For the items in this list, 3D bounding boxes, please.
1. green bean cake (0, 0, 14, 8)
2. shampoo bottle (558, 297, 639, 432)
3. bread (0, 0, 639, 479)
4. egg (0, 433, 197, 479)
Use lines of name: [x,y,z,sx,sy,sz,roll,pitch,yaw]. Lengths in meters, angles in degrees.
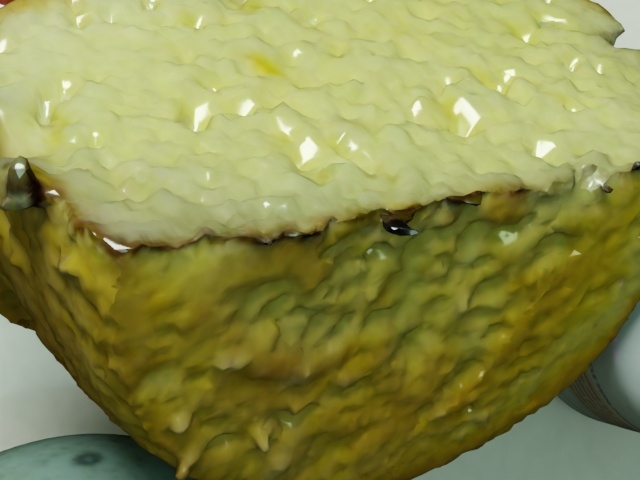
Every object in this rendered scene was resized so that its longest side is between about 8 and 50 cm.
green bean cake: [-0.082,-0.099,0.535,0.135,0.056,0.135,-28,96,-10]
shampoo bottle: [0.128,0.030,0.512,0.074,0.192,0.074,0,89,-12]
bread: [0.000,0.000,0.483,0.229,0.143,0.139,-8,125,-29]
egg: [-0.097,0.167,0.473,0.169,0.169,0.236,38,84,-10]
